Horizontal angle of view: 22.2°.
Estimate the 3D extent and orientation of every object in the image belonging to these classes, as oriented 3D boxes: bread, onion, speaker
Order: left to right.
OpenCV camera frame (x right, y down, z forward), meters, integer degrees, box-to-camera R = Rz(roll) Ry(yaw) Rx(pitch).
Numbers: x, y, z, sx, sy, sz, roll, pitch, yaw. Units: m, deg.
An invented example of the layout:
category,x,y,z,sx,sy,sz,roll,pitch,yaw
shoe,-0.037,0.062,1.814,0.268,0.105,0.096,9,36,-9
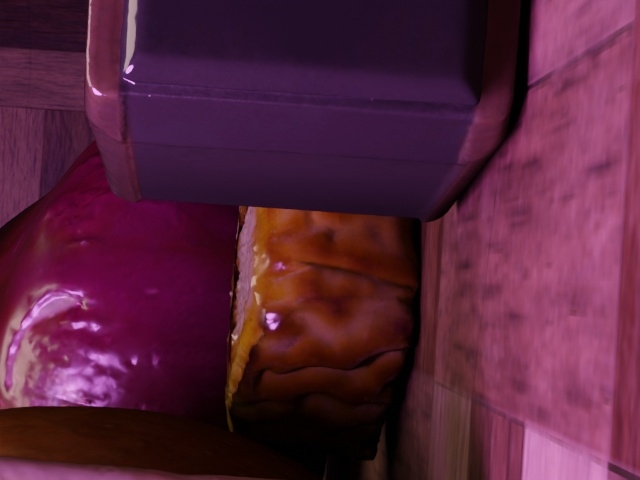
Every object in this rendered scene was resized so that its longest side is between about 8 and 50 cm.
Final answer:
category,x,y,z,sx,sy,sz,roll,pitch,yaw
onion,-0.189,0.082,1.224,0.398,0.420,0.398,15,-90,-85
speaker,-0.006,-0.136,0.640,0.192,0.153,0.231,116,158,-79
bread,0.000,0.000,0.908,0.181,0.096,0.222,105,169,-59

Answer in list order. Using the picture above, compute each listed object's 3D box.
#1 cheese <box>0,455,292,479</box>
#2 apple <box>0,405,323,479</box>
category,x,y,z,sx,sy,sz,roll,pitch,yaw
cheese,-0.069,0.218,0.548,0.124,0.242,0.266,121,154,-62
apple,-0.134,0.256,0.806,0.384,0.374,0.374,109,164,-76
